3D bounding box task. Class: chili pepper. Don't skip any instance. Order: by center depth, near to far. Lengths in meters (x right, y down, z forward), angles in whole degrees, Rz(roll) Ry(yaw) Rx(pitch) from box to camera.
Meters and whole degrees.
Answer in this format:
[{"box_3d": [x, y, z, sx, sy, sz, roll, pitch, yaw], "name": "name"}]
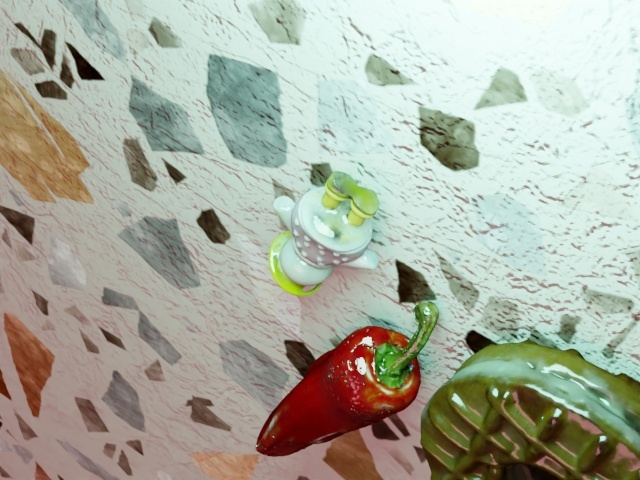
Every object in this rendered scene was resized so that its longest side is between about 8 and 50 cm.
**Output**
[{"box_3d": [0.024, 0.180, 1.448, 0.110, 0.110, 0.387, 47, 142, -2], "name": "chili pepper"}]

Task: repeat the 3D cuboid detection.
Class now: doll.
[{"box_3d": [0.000, 0.000, 1.322, 0.129, 0.081, 0.207, 33, 147, -4], "name": "doll"}]

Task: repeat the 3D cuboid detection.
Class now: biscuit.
[{"box_3d": [0.254, 0.249, 1.297, 0.332, 0.103, 0.332, 26, 141, 23], "name": "biscuit"}]
